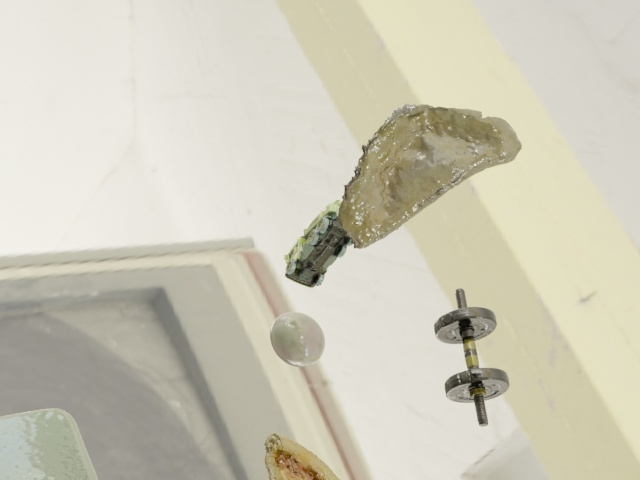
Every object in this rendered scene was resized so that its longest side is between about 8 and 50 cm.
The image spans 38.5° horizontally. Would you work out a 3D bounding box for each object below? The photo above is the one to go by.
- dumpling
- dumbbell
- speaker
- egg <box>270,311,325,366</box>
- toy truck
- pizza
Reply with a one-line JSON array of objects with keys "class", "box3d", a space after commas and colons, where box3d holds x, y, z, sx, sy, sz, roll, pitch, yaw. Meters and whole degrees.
[{"class": "dumpling", "box3d": [0.148, -0.127, 1.446, 0.166, 0.332, 0.086, 61, -15, -2]}, {"class": "dumbbell", "box3d": [0.334, 0.253, 2.032, 0.143, 0.143, 0.325, 128, -37, -51]}, {"class": "speaker", "box3d": [-0.424, 0.446, 1.385, 0.406, 0.183, 0.184, -136, -136, -54]}, {"class": "egg", "box3d": [-0.045, 0.196, 1.821, 0.103, 0.103, 0.135, 43, -5, 41]}, {"class": "toy truck", "box3d": [0.000, 0.000, 1.697, 0.169, 0.077, 0.100, -53, -156, 32]}, {"class": "pizza", "box3d": [0.003, 0.403, 1.383, 0.056, 0.134, 0.271, -33, -92, 22]}]
